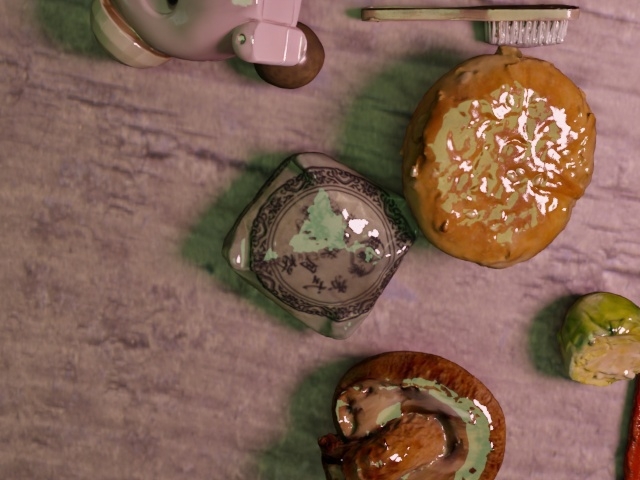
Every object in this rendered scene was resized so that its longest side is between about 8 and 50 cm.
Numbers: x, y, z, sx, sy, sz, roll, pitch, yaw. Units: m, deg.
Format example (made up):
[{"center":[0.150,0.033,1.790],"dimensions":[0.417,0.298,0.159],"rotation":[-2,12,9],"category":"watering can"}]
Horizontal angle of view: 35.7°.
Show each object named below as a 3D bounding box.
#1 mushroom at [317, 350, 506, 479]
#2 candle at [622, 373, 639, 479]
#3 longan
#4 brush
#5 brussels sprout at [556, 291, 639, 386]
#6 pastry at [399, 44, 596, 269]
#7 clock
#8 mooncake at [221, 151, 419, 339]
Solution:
[{"center":[0.132,0.303,1.552],"dimensions":[0.283,0.195,0.263],"rotation":[-14,91,-12],"category":"mushroom"},{"center":[0.527,0.286,1.610],"dimensions":[0.051,0.048,0.329],"rotation":[8,100,15],"category":"candle"},{"center":[-0.054,-0.285,1.506],"dimensions":[0.106,0.106,0.119],"rotation":[-43,101,8],"category":"longan"},{"center":[0.225,-0.327,1.511],"dimensions":[0.328,0.070,0.065],"rotation":[1,110,3],"category":"brush"},{"center":[0.443,0.145,1.556],"dimensions":[0.149,0.122,0.151],"rotation":[-22,129,16],"category":"brussels sprout"},{"center":[0.258,-0.125,1.479],"dimensions":[0.285,0.184,0.315],"rotation":[16,99,-8],"category":"pastry"},{"center":[-0.178,-0.407,1.422],"dimensions":[0.326,0.184,0.342],"rotation":[14,97,29],"category":"clock"},{"center":[0.001,0.000,1.536],"dimensions":[0.250,0.136,0.254],"rotation":[33,100,-8],"category":"mooncake"}]
